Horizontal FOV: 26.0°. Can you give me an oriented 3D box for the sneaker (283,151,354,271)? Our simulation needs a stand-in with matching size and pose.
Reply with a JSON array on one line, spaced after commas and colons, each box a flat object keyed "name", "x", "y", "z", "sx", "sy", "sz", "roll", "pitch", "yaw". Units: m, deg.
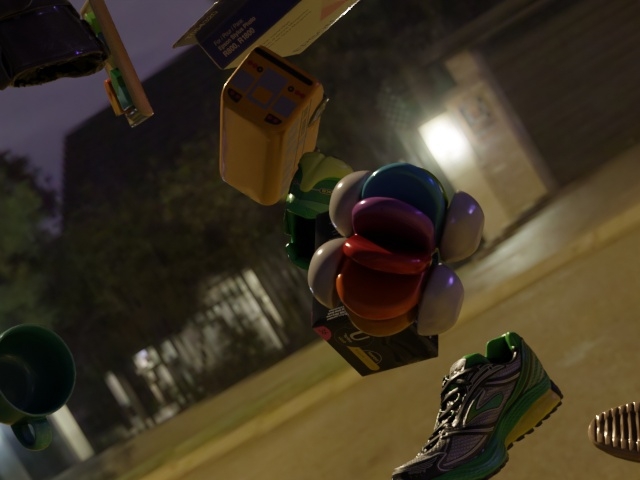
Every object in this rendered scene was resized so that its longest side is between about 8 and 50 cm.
[{"name": "sneaker", "x": 0.000, "y": 0.000, "z": 1.891, "sx": 0.123, "sy": 0.109, "sz": 0.295, "roll": -57, "pitch": -29, "yaw": -25}]

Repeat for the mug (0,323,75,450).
[{"name": "mug", "x": -0.419, "y": 0.201, "z": 1.902, "sx": 0.097, "sy": 0.129, "sz": 0.158, "roll": -26, "pitch": 41, "yaw": 46}]

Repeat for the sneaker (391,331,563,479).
[{"name": "sneaker", "x": 0.202, "y": 0.253, "z": 1.968, "sx": 0.134, "sy": 0.146, "sz": 0.343, "roll": -24, "pitch": 9, "yaw": 46}]

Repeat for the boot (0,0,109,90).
[{"name": "boot", "x": -0.288, "y": -0.258, "z": 1.375, "sx": 0.091, "sy": 0.229, "sz": 0.263, "roll": -40, "pitch": -2, "yaw": 38}]

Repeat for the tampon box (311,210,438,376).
[{"name": "tampon box", "x": 0.063, "y": 0.050, "z": 1.567, "sx": 0.101, "sy": 0.120, "sz": 0.161, "roll": -18, "pitch": 48, "yaw": 25}]

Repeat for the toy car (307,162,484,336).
[{"name": "toy car", "x": 0.072, "y": 0.002, "z": 1.392, "sx": 0.136, "sy": 0.159, "sz": 0.182, "roll": 59, "pitch": -133, "yaw": -70}]

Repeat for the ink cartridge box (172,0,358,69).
[{"name": "ink cartridge box", "x": -0.025, "y": -0.387, "z": 2.161, "sx": 0.324, "sy": 0.071, "sz": 0.330, "roll": -37, "pitch": -5, "yaw": 33}]

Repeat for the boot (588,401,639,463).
[{"name": "boot", "x": 0.488, "y": 0.307, "z": 1.823, "sx": 0.248, "sy": 0.207, "sz": 0.090, "roll": 0, "pitch": 47, "yaw": 23}]

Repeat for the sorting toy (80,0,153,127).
[{"name": "sorting toy", "x": -0.304, "y": -0.258, "z": 2.011, "sx": 0.038, "sy": 0.193, "sz": 0.208, "roll": -25, "pitch": 6, "yaw": -11}]

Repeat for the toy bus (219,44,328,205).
[{"name": "toy bus", "x": -0.072, "y": -0.152, "z": 1.969, "sx": 0.130, "sy": 0.108, "sz": 0.333, "roll": -56, "pitch": -7, "yaw": -19}]
